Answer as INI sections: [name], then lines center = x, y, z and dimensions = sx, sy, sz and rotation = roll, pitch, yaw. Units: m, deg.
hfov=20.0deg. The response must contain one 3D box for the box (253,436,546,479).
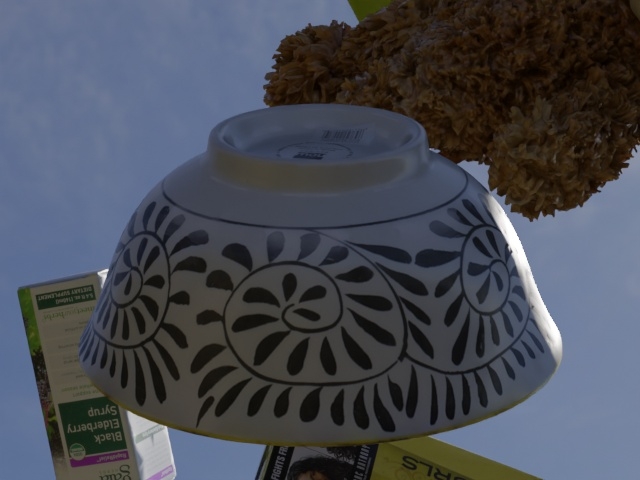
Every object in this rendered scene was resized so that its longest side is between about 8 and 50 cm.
[box]
center = 0.073, 0.172, 1.088
dimensions = 0.232, 0.087, 0.058
rotation = 22, -43, -3

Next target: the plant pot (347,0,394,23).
[plant pot]
center = 0.138, -0.288, 1.506
dimensions = 0.207, 0.227, 0.228
rotation = -9, -53, 33

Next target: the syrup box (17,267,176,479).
[syrup box]
center = -0.229, 0.150, 1.872
dimensions = 0.093, 0.236, 0.096
rotation = -10, 2, 18

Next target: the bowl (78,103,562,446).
[bowl]
center = 0.000, 0.000, 0.628
dimensions = 0.170, 0.170, 0.080
rotation = -2, -70, -6

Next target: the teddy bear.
[teddy bear]
center = 0.104, -0.105, 0.985
dimensions = 0.338, 0.245, 0.113
rotation = -3, -56, 37
